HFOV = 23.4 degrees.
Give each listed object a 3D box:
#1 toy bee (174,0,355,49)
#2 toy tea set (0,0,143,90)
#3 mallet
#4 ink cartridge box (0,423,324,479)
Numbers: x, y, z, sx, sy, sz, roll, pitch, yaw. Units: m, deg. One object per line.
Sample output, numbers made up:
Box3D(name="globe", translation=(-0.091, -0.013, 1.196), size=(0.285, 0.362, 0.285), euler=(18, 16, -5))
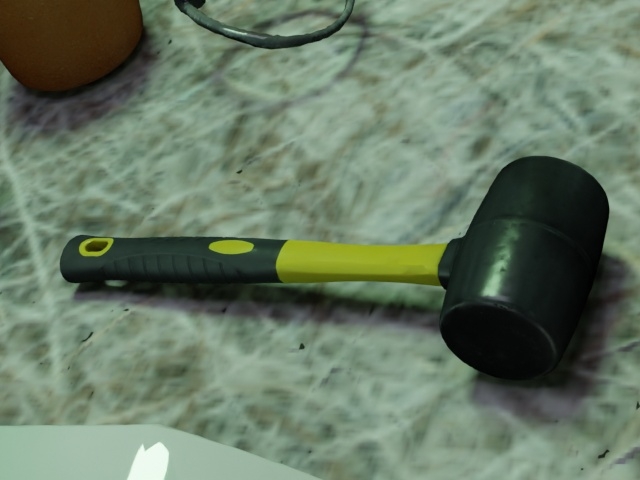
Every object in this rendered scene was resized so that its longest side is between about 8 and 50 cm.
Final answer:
Box3D(name="toy bee", translation=(-0.017, -0.232, 0.642), size=(0.195, 0.162, 0.298), euler=(-18, 41, -19))
Box3D(name="toy tea set", translation=(-0.221, -0.053, 0.568), size=(0.200, 0.124, 0.336), euler=(19, 56, 34))
Box3D(name="mallet", translation=(0.000, 0.000, 0.487), size=(0.189, 0.039, 0.062), euler=(7, 50, 36))
Box3D(name="ink cartridge box", translation=(-0.029, 0.126, 0.348), size=(0.224, 0.056, 0.181), euler=(-5, 44, 23))
